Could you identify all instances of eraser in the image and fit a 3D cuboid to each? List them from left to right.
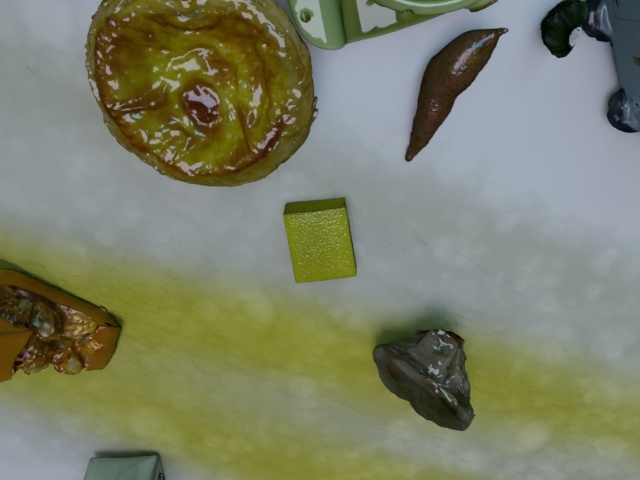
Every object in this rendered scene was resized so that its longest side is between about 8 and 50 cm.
[{"bbox_3d":[0.000,0.000,0.897,0.097,0.045,0.122,-7,117,7],"label":"eraser"}]

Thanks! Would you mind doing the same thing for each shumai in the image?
[{"bbox_3d":[0.182,0.210,0.966,0.120,0.201,0.201,-46,112,-19],"label":"shumai"}]

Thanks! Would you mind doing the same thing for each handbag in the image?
[{"bbox_3d":[-0.377,0.585,1.177,0.151,0.171,0.298,-5,122,2],"label":"handbag"}]

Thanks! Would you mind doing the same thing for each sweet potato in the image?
[{"bbox_3d":[0.155,-0.197,0.773,0.068,0.068,0.226,25,131,-10],"label":"sweet potato"}]

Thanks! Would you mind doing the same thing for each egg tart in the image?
[{"bbox_3d":[-0.146,-0.206,0.752,0.295,0.116,0.295,2,121,3],"label":"egg tart"}]

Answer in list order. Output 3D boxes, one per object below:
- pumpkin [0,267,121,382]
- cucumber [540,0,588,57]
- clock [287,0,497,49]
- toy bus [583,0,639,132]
[{"bbox_3d":[-0.483,0.163,0.935,0.280,0.190,0.139,27,116,-12],"label":"pumpkin"},{"bbox_3d":[0.288,-0.256,0.704,0.035,0.107,0.067,23,120,1],"label":"cucumber"},{"bbox_3d":[0.115,-0.381,0.640,0.348,0.117,0.286,-9,118,9],"label":"clock"},{"bbox_3d":[0.461,-0.230,0.665,0.232,0.194,0.288,-25,114,7],"label":"toy bus"}]
